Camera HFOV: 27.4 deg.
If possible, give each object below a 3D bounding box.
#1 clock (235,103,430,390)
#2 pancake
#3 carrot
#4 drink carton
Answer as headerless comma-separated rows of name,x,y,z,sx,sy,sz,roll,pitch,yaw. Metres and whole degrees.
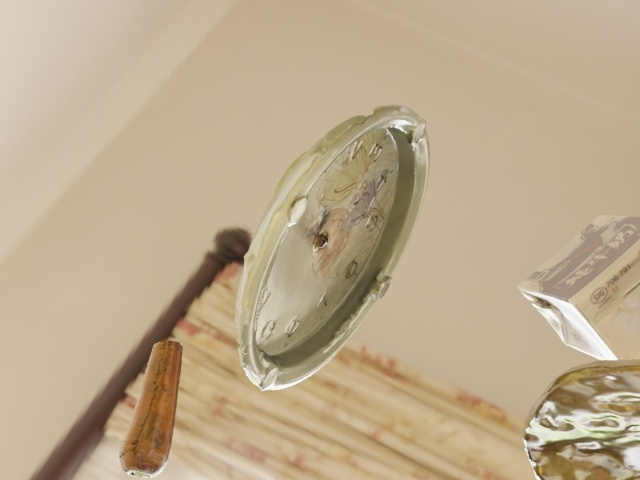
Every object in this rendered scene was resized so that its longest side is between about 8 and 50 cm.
clock,0.000,0.000,0.985,0.236,0.053,0.236,-43,-31,-33
pancake,0.248,0.133,0.879,0.242,0.242,0.050,91,-172,-55
carrot,-0.189,0.192,1.497,0.055,0.055,0.161,87,-168,-59
drink carton,0.316,0.051,1.412,0.134,0.102,0.222,-42,6,-3
